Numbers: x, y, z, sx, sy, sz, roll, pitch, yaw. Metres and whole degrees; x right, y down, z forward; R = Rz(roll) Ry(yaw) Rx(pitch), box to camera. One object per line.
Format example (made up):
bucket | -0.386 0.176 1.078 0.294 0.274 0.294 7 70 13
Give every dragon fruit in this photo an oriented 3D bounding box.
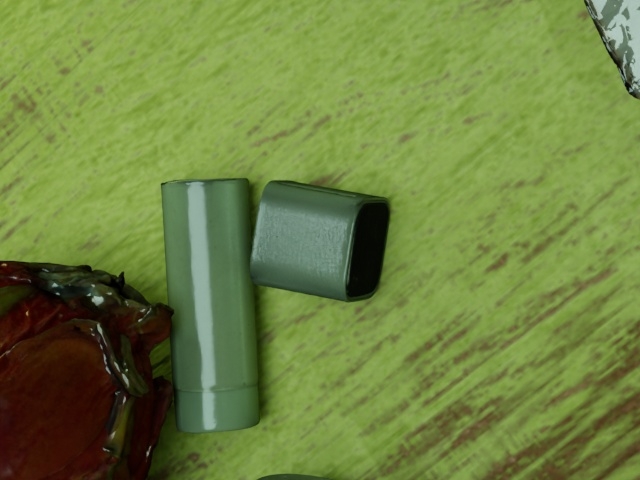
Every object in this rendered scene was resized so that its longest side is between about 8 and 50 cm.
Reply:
dragon fruit | -0.264 0.164 1.348 0.277 0.277 0.342 21 97 19

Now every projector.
projector | 0.000 0.000 1.339 0.082 0.083 0.083 11 96 20

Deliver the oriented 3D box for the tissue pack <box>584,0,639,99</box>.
tissue pack | 0.279 -0.215 1.110 0.239 0.305 0.238 0 90 22

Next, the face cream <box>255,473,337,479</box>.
face cream | 0.009 0.299 1.285 0.201 0.201 0.187 22 99 19

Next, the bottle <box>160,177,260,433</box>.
bottle | -0.088 0.051 1.382 0.072 0.072 0.201 -2 91 21
